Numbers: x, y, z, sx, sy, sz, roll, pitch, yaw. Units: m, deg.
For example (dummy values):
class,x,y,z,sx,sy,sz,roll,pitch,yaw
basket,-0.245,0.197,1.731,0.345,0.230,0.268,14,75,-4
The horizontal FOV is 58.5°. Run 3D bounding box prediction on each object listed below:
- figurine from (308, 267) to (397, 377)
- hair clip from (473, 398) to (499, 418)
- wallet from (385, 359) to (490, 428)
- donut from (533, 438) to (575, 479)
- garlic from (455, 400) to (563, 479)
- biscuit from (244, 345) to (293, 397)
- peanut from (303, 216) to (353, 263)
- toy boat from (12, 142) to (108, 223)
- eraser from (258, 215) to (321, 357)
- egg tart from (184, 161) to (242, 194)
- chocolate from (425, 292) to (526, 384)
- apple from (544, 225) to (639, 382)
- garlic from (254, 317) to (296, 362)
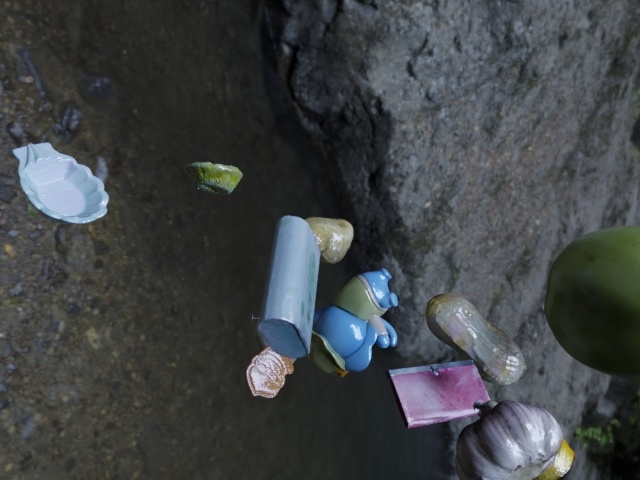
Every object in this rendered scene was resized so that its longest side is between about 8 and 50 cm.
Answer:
class,x,y,z,sx,sy,sz,roll,pitch,yaw
figurine,0.080,0.193,1.301,0.180,0.262,0.154,52,10,13
hair clip,0.355,0.354,1.056,0.056,0.146,0.187,-48,138,-25
wallet,0.250,0.315,1.187,0.232,0.025,0.119,0,56,-30
donut,0.523,0.512,1.356,0.058,0.152,0.152,62,31,-4
garlic,0.257,0.289,0.802,0.147,0.102,0.159,1,126,-26
biscuit,-0.115,0.292,1.276,0.130,0.019,0.102,-43,104,-38
peanut,0.000,0.000,1.591,0.253,0.122,0.137,0,56,-50
toy boat,-0.697,-0.134,1.518,0.199,0.290,0.100,-25,160,-48
eraser,-0.055,0.091,1.115,0.174,0.081,0.227,67,23,-53
egg tart,-0.346,-0.200,1.835,0.197,0.197,0.078,28,67,-62
chocolate,0.387,0.250,1.426,0.309,0.134,0.134,41,45,-9
apple,0.687,0.139,1.254,0.357,0.357,0.358,-16,108,-63
garlic,-0.130,0.264,1.640,0.129,0.090,0.198,53,3,-31
